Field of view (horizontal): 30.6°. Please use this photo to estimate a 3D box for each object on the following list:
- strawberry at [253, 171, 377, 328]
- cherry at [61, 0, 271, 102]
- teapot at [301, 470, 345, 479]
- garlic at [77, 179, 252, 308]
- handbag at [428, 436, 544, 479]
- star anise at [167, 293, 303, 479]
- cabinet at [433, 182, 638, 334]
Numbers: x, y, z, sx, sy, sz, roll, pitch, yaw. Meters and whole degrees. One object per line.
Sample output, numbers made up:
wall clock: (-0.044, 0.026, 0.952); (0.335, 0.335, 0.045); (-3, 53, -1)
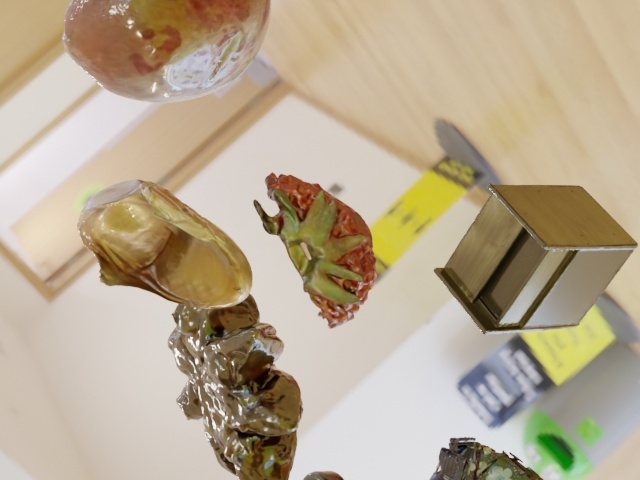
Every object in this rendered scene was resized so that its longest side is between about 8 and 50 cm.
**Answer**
strawberry: (0.005, -0.002, 1.167); (0.167, 0.087, 0.208); (62, -178, -5)
cherry: (-0.189, -0.294, 1.480); (0.221, 0.307, 0.261); (36, 138, 24)
teapot: (-0.040, 0.445, 1.534); (0.305, 0.223, 0.285); (91, 158, -47)
garlic: (-0.143, 0.007, 1.092); (0.174, 0.099, 0.124); (36, -172, -4)
handbag: (0.159, 0.316, 1.120); (0.229, 0.208, 0.127); (45, 161, -8)
star anise: (-0.110, 0.157, 1.406); (0.315, 0.108, 0.315); (48, 153, 36)
cabinet: (0.313, 0.023, 1.726); (0.215, 0.174, 0.148); (-1, -138, -40)
